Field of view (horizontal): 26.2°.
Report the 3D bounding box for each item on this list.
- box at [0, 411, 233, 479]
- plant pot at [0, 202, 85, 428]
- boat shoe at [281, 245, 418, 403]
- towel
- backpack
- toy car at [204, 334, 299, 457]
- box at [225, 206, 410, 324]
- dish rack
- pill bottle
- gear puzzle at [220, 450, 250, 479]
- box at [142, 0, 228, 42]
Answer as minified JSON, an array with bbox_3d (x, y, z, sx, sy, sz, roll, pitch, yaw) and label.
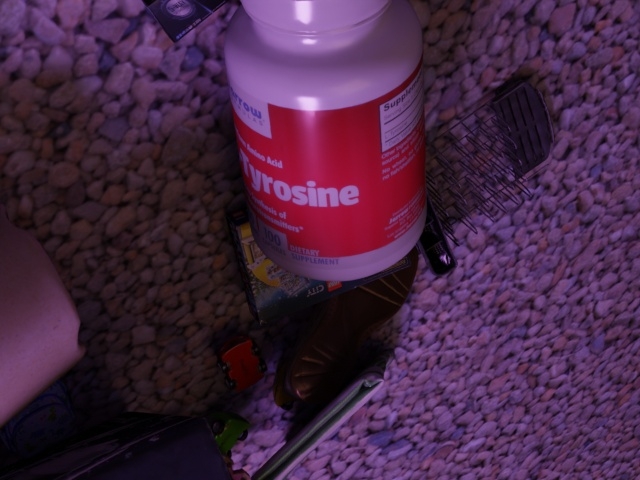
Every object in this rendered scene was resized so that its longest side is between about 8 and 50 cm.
[{"bbox_3d":[-0.344,0.432,1.656,0.471,0.480,0.297,-22,92,-20],"label":"box"},{"bbox_3d":[-0.438,0.118,1.493,0.305,0.334,0.334,-33,140,-26],"label":"plant pot"},{"bbox_3d":[0.034,0.104,1.976,0.104,0.089,0.285,42,73,-15],"label":"boat shoe"},{"bbox_3d":[0.014,0.260,2.023,0.248,0.038,0.325,-45,175,4],"label":"towel"},{"bbox_3d":[-0.373,0.216,1.780,0.105,0.084,0.114,-29,136,-17],"label":"backpack"},{"bbox_3d":[-0.118,0.239,2.024,0.239,0.053,0.225,25,108,-47],"label":"toy car"},{"bbox_3d":[0.000,0.000,1.865,0.233,0.044,0.159,-21,122,-15],"label":"box"},{"bbox_3d":[0.230,-0.096,1.977,0.271,0.074,0.208,-35,140,-7],"label":"dish rack"},{"bbox_3d":[0.009,-0.166,1.622,0.229,0.229,0.408,-25,137,-18],"label":"pill bottle"},{"bbox_3d":[-0.277,0.406,2.019,0.339,0.044,0.175,-33,131,10],"label":"gear puzzle"},{"bbox_3d":[-0.152,-0.273,1.562,0.083,0.018,0.067,-38,140,-3],"label":"box"}]
